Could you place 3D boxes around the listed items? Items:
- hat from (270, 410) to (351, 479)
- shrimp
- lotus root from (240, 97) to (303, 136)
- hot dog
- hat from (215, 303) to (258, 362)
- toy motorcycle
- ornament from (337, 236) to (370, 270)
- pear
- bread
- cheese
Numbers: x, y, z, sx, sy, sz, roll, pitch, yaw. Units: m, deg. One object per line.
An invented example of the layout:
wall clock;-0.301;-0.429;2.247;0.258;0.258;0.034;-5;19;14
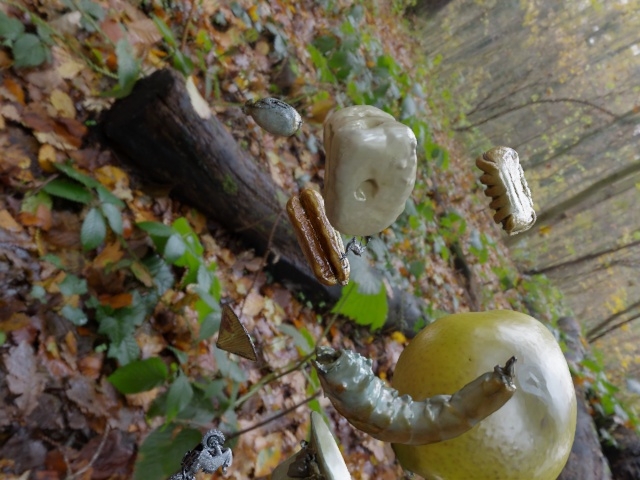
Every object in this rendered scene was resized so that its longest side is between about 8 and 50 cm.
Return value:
hat;-0.015;0.442;1.031;0.257;0.130;0.257;154;-90;-89
shrimp;0.134;0.236;0.872;0.068;0.286;0.185;-68;155;-50
lotus root;-0.125;-0.324;1.549;0.165;0.088;0.088;22;24;-4
hot dog;0.000;0.000;1.923;0.337;0.135;0.100;65;11;6
hat;-0.257;0.279;1.682;0.193;0.082;0.193;48;-25;31
toy motorcycle;-0.423;0.820;2.156;0.159;0.270;0.106;42;-13;-19
ornament;0.091;0.032;1.670;0.073;0.028;0.125;41;67;-39
pear;0.314;0.270;1.029;0.340;0.191;0.386;42;54;-1
bread;0.452;-0.118;1.463;0.134;0.081;0.225;-25;99;-45
cheese;0.087;-0.141;1.189;0.251;0.173;0.248;-108;-162;-58
